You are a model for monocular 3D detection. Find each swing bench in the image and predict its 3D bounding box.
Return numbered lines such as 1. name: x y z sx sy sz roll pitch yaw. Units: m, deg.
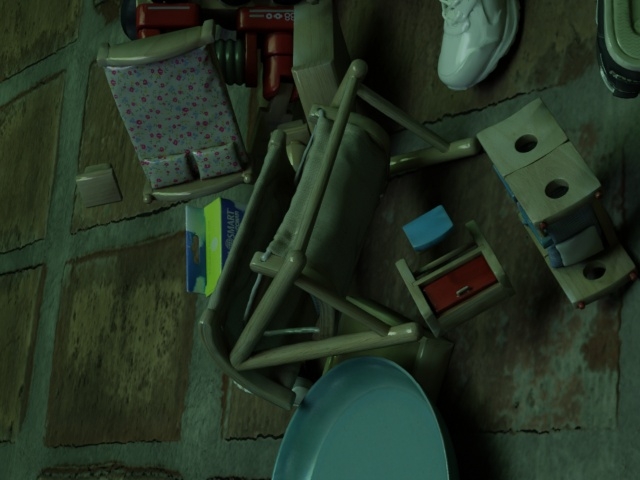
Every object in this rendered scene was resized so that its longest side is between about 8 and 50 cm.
1. swing bench: 0.000 0.000 1.558 0.254 0.165 0.253 -32 32 50

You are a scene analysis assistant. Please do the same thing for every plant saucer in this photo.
1. plant saucer: 0.045 0.273 1.513 0.317 0.043 0.318 -25 60 53

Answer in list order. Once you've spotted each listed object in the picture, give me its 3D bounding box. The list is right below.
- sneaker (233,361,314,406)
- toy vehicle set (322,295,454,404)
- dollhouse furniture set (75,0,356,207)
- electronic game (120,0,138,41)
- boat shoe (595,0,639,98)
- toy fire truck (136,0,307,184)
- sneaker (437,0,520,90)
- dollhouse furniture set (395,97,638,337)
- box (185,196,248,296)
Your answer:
1. sneaker: -0.056 0.130 1.751 0.083 0.084 0.215 -65 26 5
2. toy vehicle set: 0.044 0.206 1.613 0.166 0.035 0.267 28 104 58
3. dollhouse furniture set: -0.148 -0.164 1.713 0.174 0.355 0.303 -92 -13 -56
4. electronic game: -0.169 -0.345 1.995 0.048 0.229 0.229 44 122 17
5. boat shoe: 0.278 -0.236 1.343 0.079 0.084 0.233 80 -162 -66
6. toy fire truck: -0.112 -0.203 1.859 0.158 0.217 0.246 108 160 -77
7. sneaker: 0.144 -0.268 1.537 0.090 0.115 0.232 20 97 59
8. dollhouse furniture set: 0.156 0.000 1.334 0.183 0.129 0.129 -30 45 4
9. box: -0.063 0.018 1.713 0.042 0.178 0.109 -32 53 50
